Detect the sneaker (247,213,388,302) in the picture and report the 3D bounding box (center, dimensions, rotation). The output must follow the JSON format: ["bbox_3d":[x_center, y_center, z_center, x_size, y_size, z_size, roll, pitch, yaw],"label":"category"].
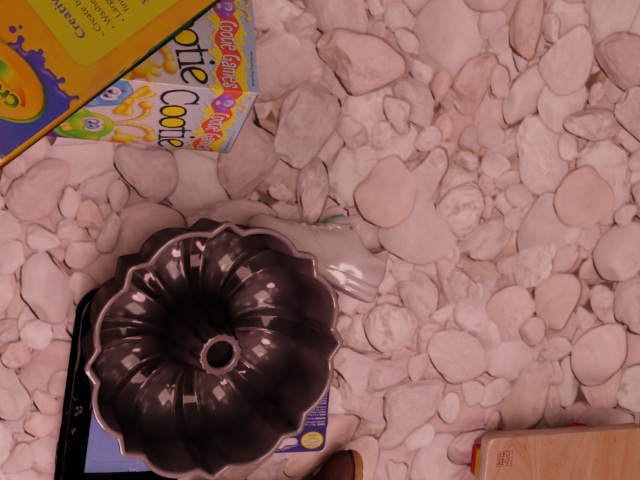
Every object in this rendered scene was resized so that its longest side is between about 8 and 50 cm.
[{"bbox_3d":[0.000,0.000,1.606,0.212,0.080,0.094,30,81,-28],"label":"sneaker"}]

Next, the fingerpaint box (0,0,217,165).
[{"bbox_3d":[-0.348,-0.323,1.177,0.445,0.163,0.371,51,55,-10],"label":"fingerpaint box"}]

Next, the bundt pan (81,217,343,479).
[{"bbox_3d":[-0.146,0.122,1.499,0.330,0.124,0.331,-9,109,-26],"label":"bundt pan"}]

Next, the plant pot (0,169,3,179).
[{"bbox_3d":[-0.502,-0.087,1.306,0.323,0.280,0.323,-4,104,-16],"label":"plant pot"}]

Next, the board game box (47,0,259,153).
[{"bbox_3d":[-0.225,-0.206,1.410,0.275,0.142,0.144,4,63,-19],"label":"board game box"}]

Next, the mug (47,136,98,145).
[{"bbox_3d":[-0.293,-0.151,1.476,0.064,0.062,0.078,4,108,-27],"label":"mug"}]

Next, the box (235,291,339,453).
[{"bbox_3d":[-0.052,0.178,1.642,0.136,0.036,0.225,1,101,-18],"label":"box"}]

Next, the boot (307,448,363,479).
[{"bbox_3d":[-0.074,0.368,1.651,0.207,0.090,0.248,27,97,-24],"label":"boot"}]

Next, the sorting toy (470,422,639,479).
[{"bbox_3d":[0.334,0.389,1.789,0.255,0.089,0.257,-1,103,-18],"label":"sorting toy"}]

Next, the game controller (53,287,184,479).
[{"bbox_3d":[-0.251,0.213,1.571,0.166,0.067,0.319,6,102,-19],"label":"game controller"}]
